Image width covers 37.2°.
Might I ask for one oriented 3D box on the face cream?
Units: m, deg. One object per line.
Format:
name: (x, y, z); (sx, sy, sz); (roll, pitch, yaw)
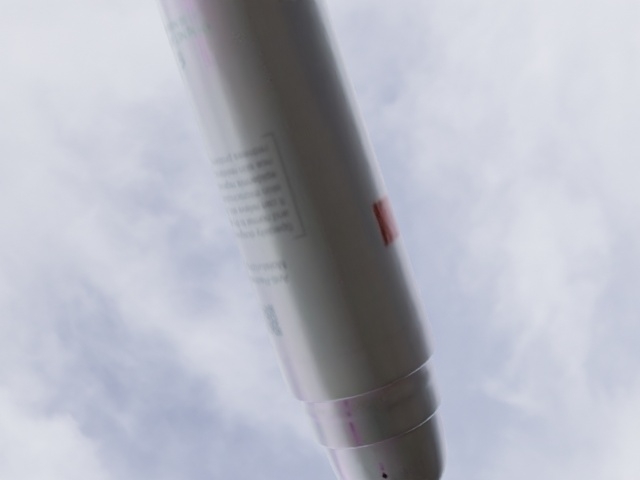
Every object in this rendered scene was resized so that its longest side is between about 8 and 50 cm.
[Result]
face cream: (0.000, 0.000, 0.584); (0.102, 0.102, 0.346); (-24, -77, -29)
